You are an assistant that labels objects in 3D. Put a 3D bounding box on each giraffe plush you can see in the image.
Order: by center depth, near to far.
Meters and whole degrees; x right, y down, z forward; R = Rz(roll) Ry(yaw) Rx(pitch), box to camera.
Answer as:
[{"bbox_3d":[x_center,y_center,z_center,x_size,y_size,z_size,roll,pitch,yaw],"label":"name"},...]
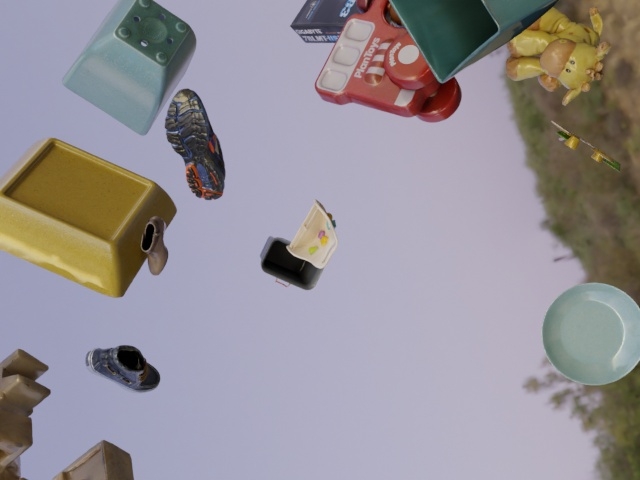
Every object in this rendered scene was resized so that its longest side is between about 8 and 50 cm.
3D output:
[{"bbox_3d":[0.467,-0.345,2.017,0.170,0.210,0.181,-89,-1,-58],"label":"giraffe plush"}]

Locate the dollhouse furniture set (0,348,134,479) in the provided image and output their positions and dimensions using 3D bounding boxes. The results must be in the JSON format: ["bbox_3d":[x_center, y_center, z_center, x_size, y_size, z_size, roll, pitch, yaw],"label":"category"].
[{"bbox_3d":[-0.529,0.391,1.709,0.394,0.256,0.362,40,-162,-37],"label":"dollhouse furniture set"}]

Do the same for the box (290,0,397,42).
[{"bbox_3d":[0.111,-0.566,2.348,0.073,0.293,0.295,43,-108,-35],"label":"box"}]

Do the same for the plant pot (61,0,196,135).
[{"bbox_3d":[-0.443,-0.456,2.596,0.247,0.252,0.248,33,-119,-13],"label":"plant pot"}]

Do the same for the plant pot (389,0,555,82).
[{"bbox_3d":[0.219,-0.329,1.243,0.165,0.234,0.165,59,159,2],"label":"plant pot"}]

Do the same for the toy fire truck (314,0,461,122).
[{"bbox_3d":[0.148,-0.370,1.940,0.302,0.254,0.169,-65,-29,-10],"label":"toy fire truck"}]

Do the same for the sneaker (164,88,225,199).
[{"bbox_3d":[-0.227,-0.183,1.950,0.087,0.083,0.221,-79,-17,-53],"label":"sneaker"}]

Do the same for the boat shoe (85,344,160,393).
[{"bbox_3d":[-0.344,0.241,1.971,0.183,0.083,0.065,29,-123,-50],"label":"boat shoe"}]

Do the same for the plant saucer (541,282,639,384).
[{"bbox_3d":[0.517,0.176,2.013,0.037,0.195,0.195,-3,-108,-81],"label":"plant saucer"}]

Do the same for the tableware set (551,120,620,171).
[{"bbox_3d":[0.469,-0.160,1.875,0.154,0.024,0.104,17,-159,-49],"label":"tableware set"}]

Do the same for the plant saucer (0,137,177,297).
[{"bbox_3d":[-0.467,-0.071,2.037,0.333,0.081,0.332,24,-145,-1],"label":"plant saucer"}]

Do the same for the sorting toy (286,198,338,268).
[{"bbox_3d":[0.000,0.000,1.470,0.045,0.083,0.075,18,-156,-32],"label":"sorting toy"}]

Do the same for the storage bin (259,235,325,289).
[{"bbox_3d":[-0.072,0.048,2.336,0.135,0.098,0.091,24,-175,-18],"label":"storage bin"}]

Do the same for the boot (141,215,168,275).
[{"bbox_3d":[-0.314,0.012,1.979,0.087,0.042,0.118,-36,-48,-80],"label":"boot"}]
